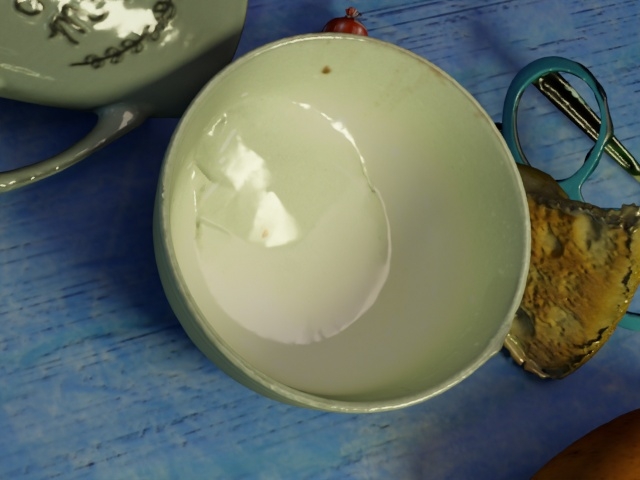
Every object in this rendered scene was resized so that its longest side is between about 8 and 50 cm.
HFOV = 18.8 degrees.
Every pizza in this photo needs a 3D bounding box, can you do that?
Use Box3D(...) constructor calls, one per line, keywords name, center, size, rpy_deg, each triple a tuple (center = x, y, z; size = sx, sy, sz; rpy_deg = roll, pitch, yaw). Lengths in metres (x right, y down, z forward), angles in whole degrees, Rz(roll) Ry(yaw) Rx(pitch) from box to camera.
Box3D(name="pizza", center=(0.174, -0.007, 1.478), size=(0.188, 0.204, 0.080), rpy_deg=(45, 53, 5))

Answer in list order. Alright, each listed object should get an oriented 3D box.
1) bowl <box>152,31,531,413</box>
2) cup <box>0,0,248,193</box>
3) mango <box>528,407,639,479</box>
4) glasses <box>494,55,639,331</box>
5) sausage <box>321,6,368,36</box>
Box3D(name="bowl", center=(0.000, 0.000, 1.403), size=(0.277, 0.145, 0.277), rpy_deg=(5, 75, -20))
Box3D(name="cup", center=(-0.189, -0.145, 1.367), size=(0.234, 0.186, 0.258), rpy_deg=(19, 74, -28))
Box3D(name="mango", center=(0.289, 0.221, 1.450), size=(0.350, 0.201, 0.199), rpy_deg=(-13, 105, -38))
Box3D(name="glasses", center=(0.265, -0.055, 1.592), size=(0.207, 0.102, 0.239), rpy_deg=(-24, 82, -31))
Box3D(name="sausage", center=(0.007, -0.126, 1.528), size=(0.050, 0.048, 0.145), rpy_deg=(6, 61, 18))
